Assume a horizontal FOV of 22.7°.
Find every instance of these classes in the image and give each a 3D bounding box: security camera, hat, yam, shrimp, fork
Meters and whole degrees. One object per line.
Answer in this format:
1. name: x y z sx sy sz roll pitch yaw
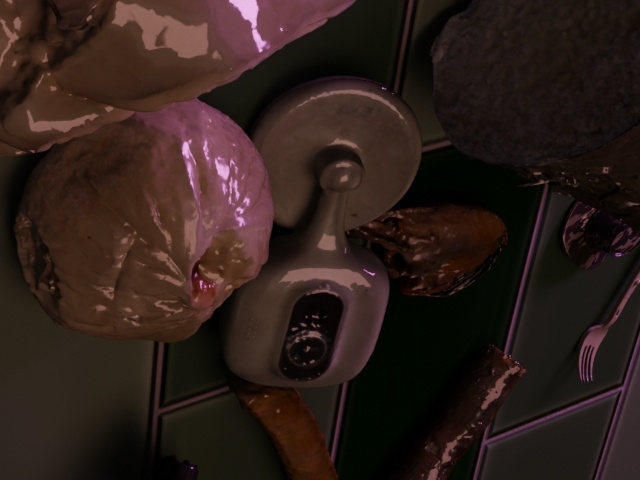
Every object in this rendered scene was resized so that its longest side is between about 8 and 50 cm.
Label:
1. security camera: 0.000 0.000 1.386 0.157 0.080 0.302 4 123 -16
2. hat: 0.314 -0.015 1.693 0.121 0.050 0.121 -24 134 -28
3. yam: 0.281 -0.125 1.439 0.241 0.241 0.348 -54 143 10
4. yam: 0.131 0.220 1.729 0.061 0.061 0.253 25 104 -49
5. shrimp: 0.079 0.017 1.507 0.262 0.066 0.117 1 123 -37
6. fork: 0.342 0.061 1.808 0.034 0.028 0.219 12 110 -37

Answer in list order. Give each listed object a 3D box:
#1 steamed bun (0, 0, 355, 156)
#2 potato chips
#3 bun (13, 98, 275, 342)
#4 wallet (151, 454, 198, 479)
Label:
1. steamed bun: -0.156 -0.180 0.992 0.320 0.275 0.206 -25 109 -6
2. potato chips: -0.020 0.239 1.604 0.080 0.057 0.407 -37 143 -19
3. bun: -0.125 -0.001 1.256 0.220 0.134 0.220 -22 134 -25
4. wallet: -0.167 0.355 1.421 0.170 0.044 0.321 119 -15 -75
